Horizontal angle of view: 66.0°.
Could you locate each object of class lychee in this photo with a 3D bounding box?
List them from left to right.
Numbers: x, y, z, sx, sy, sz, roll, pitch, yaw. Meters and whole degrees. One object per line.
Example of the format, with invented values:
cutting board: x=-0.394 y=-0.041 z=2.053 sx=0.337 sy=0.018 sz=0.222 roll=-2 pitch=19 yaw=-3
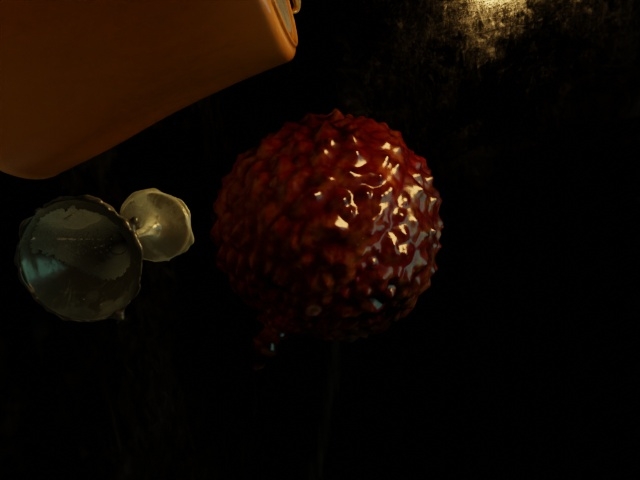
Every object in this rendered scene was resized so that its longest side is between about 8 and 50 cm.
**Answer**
lychee: x=0.000 y=0.000 z=0.891 sx=0.499 sy=0.425 sz=0.424 roll=-59 pitch=157 yaw=-23

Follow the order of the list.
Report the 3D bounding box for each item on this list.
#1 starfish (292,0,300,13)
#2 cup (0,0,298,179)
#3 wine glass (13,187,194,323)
starfish: x=-0.128 y=-0.658 z=1.081 sx=0.375 sy=0.094 sz=0.326 roll=41 pitch=61 yaw=-58
cup: x=-0.162 y=-0.181 z=0.393 sx=0.182 sy=0.264 sz=0.226 roll=63 pitch=14 yaw=-51
wine glass: x=-0.206 y=0.003 z=0.516 sx=0.183 sy=0.122 sz=0.122 roll=-69 pitch=157 yaw=-80
